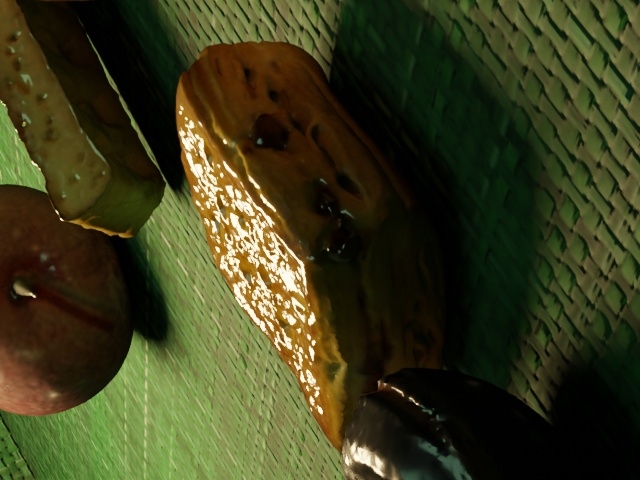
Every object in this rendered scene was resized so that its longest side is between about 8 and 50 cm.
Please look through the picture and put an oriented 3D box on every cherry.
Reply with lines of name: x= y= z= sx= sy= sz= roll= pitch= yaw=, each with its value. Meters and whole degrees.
cherry: x=-0.299 y=0.059 z=1.792 sx=0.285 sy=0.213 sz=0.236 roll=170 pitch=84 yaw=-80

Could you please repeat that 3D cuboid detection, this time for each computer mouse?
computer mouse: x=0.110 y=0.193 z=1.030 sx=0.183 sy=0.116 sz=0.323 roll=44 pitch=159 yaw=42

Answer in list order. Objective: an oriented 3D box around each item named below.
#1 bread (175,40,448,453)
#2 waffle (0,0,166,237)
bread: x=0.000 y=0.000 z=1.116 sx=0.210 sy=0.099 sz=0.235 roll=54 pitch=164 yaw=34
waffle: x=-0.221 y=-0.134 z=1.485 sx=0.274 sy=0.057 sz=0.168 roll=62 pitch=-171 yaw=11
